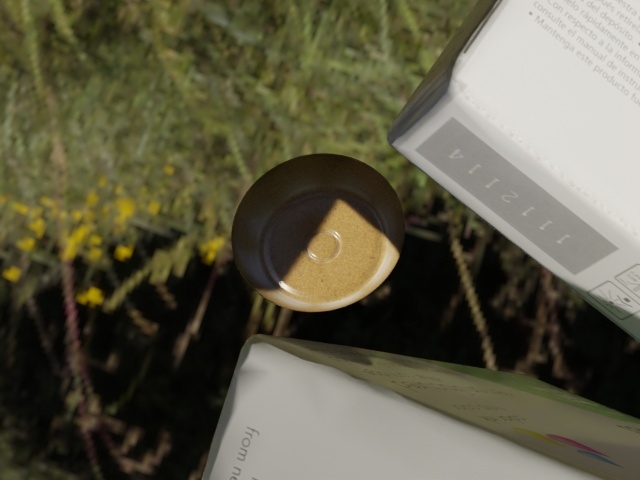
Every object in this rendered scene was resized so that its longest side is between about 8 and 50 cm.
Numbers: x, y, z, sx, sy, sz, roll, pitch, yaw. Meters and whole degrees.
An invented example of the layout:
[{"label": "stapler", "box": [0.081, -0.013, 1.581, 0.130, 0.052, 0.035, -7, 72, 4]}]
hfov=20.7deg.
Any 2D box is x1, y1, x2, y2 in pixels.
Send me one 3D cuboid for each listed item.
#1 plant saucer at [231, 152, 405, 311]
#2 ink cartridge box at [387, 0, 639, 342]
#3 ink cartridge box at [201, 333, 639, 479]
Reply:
[{"label": "plant saucer", "box": [0.000, 0.000, 0.825, 0.083, 0.015, 0.083, -3, 116, -7]}, {"label": "ink cartridge box", "box": [0.213, -0.050, 0.686, 0.296, 0.261, 0.066, 38, 153, -6]}, {"label": "ink cartridge box", "box": [0.152, 0.141, 0.497, 0.353, 0.119, 0.207, 20, -177, 30]}]
